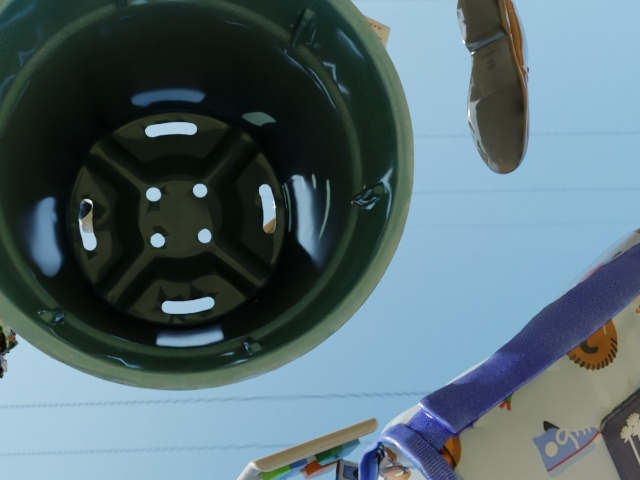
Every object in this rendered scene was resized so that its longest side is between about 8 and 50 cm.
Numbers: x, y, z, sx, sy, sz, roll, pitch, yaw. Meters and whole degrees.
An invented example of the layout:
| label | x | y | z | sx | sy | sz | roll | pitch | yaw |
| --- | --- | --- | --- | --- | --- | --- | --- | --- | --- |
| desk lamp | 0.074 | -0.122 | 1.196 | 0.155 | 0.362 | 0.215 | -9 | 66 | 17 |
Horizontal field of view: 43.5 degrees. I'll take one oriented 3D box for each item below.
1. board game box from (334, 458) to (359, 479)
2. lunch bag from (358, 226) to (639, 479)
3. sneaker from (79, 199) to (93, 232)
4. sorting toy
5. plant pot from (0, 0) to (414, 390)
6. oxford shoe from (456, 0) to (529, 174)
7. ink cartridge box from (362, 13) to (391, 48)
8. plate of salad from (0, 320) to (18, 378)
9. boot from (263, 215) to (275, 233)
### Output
| label | x | y | z | sx | sy | sz | roll | pitch | yaw |
| --- | --- | --- | --- | --- | --- | --- | --- | --- | --- |
| board game box | 0.156 | 0.417 | 1.011 | 0.308 | 0.086 | 0.302 | 9 | -162 | 3 |
| lunch bag | 0.214 | 0.195 | 0.698 | 0.327 | 0.386 | 0.239 | -32 | -133 | -20 |
| sneaker | -0.320 | -0.061 | 1.188 | 0.083 | 0.070 | 0.185 | -10 | -158 | -14 |
| sorting toy | -0.031 | 0.320 | 1.142 | 0.192 | 0.208 | 0.038 | -13 | -112 | -28 |
| plant pot | -0.127 | -0.045 | 0.729 | 0.340 | 0.334 | 0.341 | 1 | -98 | -11 |
| oxford shoe | 0.208 | -0.179 | 0.890 | 0.076 | 0.076 | 0.212 | -4 | -91 | -43 |
| ink cartridge box | 0.014 | -0.309 | 1.379 | 0.171 | 0.100 | 0.237 | 23 | -137 | -8 |
| plate of salad | -0.439 | 0.149 | 1.085 | 0.048 | 0.200 | 0.200 | 13 | -127 | -5 |
| boot | 0.000 | 0.000 | 1.180 | 0.089 | 0.236 | 0.269 | 23 | -118 | 36 |
